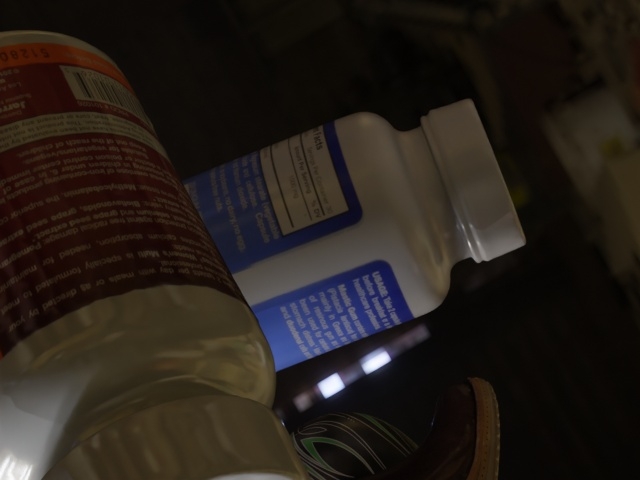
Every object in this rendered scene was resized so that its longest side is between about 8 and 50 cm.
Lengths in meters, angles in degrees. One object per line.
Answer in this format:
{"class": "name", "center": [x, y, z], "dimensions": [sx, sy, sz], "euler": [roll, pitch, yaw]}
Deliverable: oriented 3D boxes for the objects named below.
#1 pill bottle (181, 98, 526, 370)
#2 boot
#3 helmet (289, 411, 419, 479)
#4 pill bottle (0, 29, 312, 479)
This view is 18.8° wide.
{"class": "pill bottle", "center": [0.000, 0.000, 1.363], "dimensions": [0.152, 0.272, 0.152], "euler": [-21, -90, -86]}
{"class": "boot", "center": [0.009, 0.175, 1.249], "dimensions": [0.248, 0.207, 0.090], "euler": [-77, -11, -47]}
{"class": "helmet", "center": [0.027, 0.234, 1.748], "dimensions": [0.161, 0.169, 0.169], "euler": [36, 180, 6]}
{"class": "pill bottle", "center": [-0.090, 0.033, 0.723], "dimensions": [0.221, 0.121, 0.121], "euler": [60, -178, 36]}
